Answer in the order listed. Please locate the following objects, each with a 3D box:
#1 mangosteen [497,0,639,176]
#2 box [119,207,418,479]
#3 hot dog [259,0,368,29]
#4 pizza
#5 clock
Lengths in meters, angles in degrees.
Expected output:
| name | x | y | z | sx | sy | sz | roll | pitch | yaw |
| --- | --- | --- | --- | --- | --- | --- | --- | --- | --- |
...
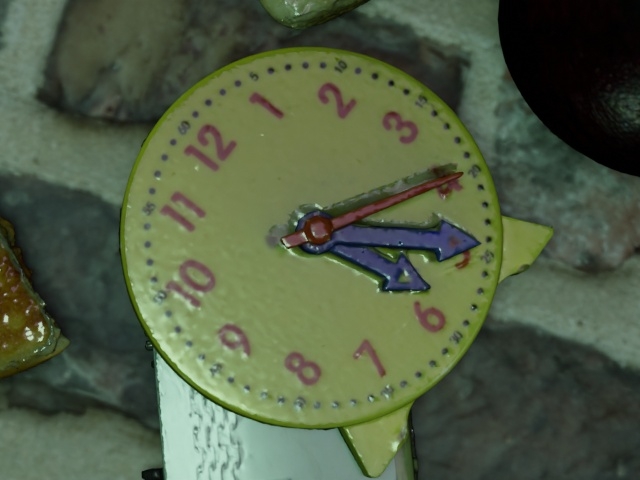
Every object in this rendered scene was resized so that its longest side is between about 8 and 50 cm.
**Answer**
| name | x | y | z | sx | sy | sz | roll | pitch | yaw |
| --- | --- | --- | --- | --- | --- | --- | --- | --- | --- |
| mangosteen | 0.295 | -0.167 | 1.060 | 0.347 | 0.307 | 0.307 | 37 | 80 | -28 |
| box | -0.038 | 0.072 | 1.107 | 0.211 | 0.045 | 0.270 | -7 | 83 | -6 |
| hot dog | 0.055 | -0.237 | 1.142 | 0.243 | 0.073 | 0.084 | -28 | 90 | -11 |
| pizza | -0.272 | 0.015 | 1.087 | 0.201 | 0.053 | 0.193 | 9 | 83 | 7 |
| clock | -0.001 | -0.001 | 1.061 | 0.293 | 0.071 | 0.277 | 31 | 80 | -1 |
